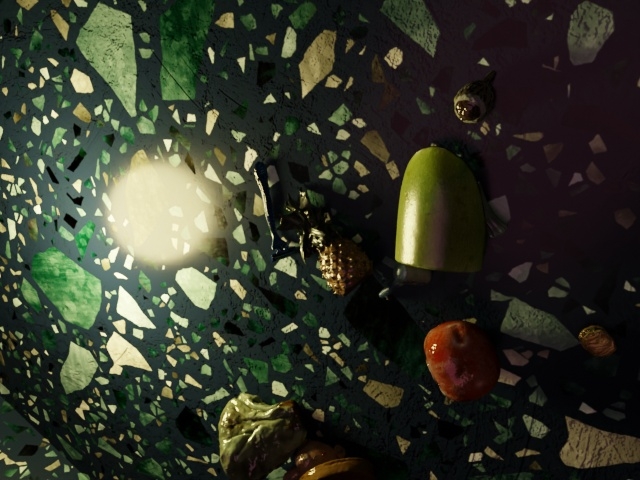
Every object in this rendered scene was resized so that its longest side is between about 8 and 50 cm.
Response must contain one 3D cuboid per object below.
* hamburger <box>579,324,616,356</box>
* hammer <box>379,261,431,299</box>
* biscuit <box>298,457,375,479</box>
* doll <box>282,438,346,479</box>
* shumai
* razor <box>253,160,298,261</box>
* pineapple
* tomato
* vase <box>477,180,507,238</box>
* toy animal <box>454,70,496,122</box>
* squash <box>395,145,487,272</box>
[{"bbox_3d":[0.731,0.267,1.242,0.076,0.044,0.083,-33,94,28],"label":"hamburger"},{"bbox_3d":[0.237,0.127,1.404,0.194,0.116,0.069,-49,44,46],"label":"hammer"},{"bbox_3d":[0.018,0.874,1.648,0.351,0.070,0.394,5,128,-22],"label":"biscuit"},{"bbox_3d":[-0.053,0.840,1.756,0.303,0.201,0.156,-58,38,34],"label":"doll"},{"bbox_3d":[-0.188,0.688,1.681,0.263,0.304,0.309,-26,97,18],"label":"shumai"},{"bbox_3d":[-0.165,-0.096,1.530,0.056,0.093,0.324,0,107,62],"label":"razor"},{"bbox_3d":[-0.001,0.002,1.444,0.364,0.165,0.165,47,120,14],"label":"pineapple"},{"bbox_3d":[0.401,0.333,1.325,0.189,0.232,0.232,-24,97,12],"label":"tomato"},{"bbox_3d":[0.431,-0.075,1.250,0.081,0.081,0.148,-35,95,30],"label":"vase"},{"bbox_3d":[0.387,-0.355,1.161,0.098,0.098,0.137,35,118,10],"label":"toy animal"},{"bbox_3d":[0.312,-0.085,1.246,0.234,0.210,0.308,10,97,43],"label":"squash"}]
